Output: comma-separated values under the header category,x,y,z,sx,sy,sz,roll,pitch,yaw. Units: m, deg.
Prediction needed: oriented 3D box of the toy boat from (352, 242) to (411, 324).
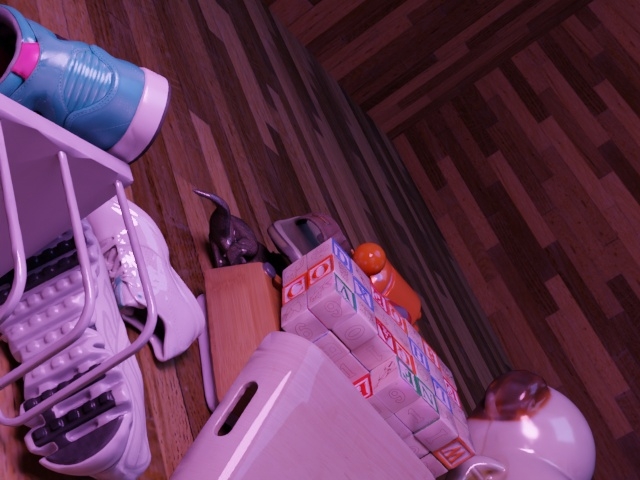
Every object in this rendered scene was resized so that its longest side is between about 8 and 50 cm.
category,x,y,z,sx,sy,sz,roll,pitch,yaw
toy boat,0.067,0.074,1.450,0.151,0.151,0.231,13,13,-48

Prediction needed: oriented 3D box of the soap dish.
category,x,y,z,sx,sy,sz,roll,pitch,yaw
soap dish,-0.033,0.178,1.105,0.291,0.118,0.229,43,20,-37

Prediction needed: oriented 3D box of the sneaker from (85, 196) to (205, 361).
category,x,y,z,sx,sy,sz,roll,pitch,yaw
sneaker,-0.214,0.042,0.933,0.212,0.080,0.094,55,27,-8

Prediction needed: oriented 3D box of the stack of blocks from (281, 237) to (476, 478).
category,x,y,z,sx,sy,sz,roll,pitch,yaw
stack of blocks,0.074,0.159,1.075,0.297,0.087,0.171,48,17,-25

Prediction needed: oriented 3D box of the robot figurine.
category,x,y,z,sx,sy,sz,roll,pitch,yaw
robot figurine,0.121,0.118,1.682,0.219,0.158,0.128,48,-12,-29

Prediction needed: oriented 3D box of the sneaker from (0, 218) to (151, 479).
category,x,y,z,sx,sy,sz,roll,pitch,yaw
sneaker,-0.225,0.095,0.759,0.118,0.110,0.292,65,1,-54

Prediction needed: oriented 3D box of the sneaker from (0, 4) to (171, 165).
category,x,y,z,sx,sy,sz,roll,pitch,yaw
sneaker,-0.285,-0.113,0.735,0.178,0.295,0.124,26,62,-35

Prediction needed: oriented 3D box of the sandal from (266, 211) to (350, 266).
category,x,y,z,sx,sy,sz,roll,pitch,yaw
sandal,-0.001,-0.001,1.249,0.120,0.086,0.303,56,16,-2

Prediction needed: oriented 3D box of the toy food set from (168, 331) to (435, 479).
category,x,y,z,sx,sy,sz,roll,pitch,yaw
toy food set,-0.009,0.284,0.919,0.306,0.092,0.220,49,51,-19

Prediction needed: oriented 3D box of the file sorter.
category,x,y,z,sx,sy,sz,roll,pitch,yaw
file sorter,-0.276,0.012,0.572,0.278,0.193,0.173,32,31,-57

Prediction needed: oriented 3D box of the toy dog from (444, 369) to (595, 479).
category,x,y,z,sx,sy,sz,roll,pitch,yaw
toy dog,0.289,0.375,1.134,0.284,0.395,0.408,40,30,-24

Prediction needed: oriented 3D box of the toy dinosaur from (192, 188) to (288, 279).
category,x,y,z,sx,sy,sz,roll,pitch,yaw
toy dinosaur,-0.113,0.033,1.230,0.313,0.121,0.160,40,9,-33
